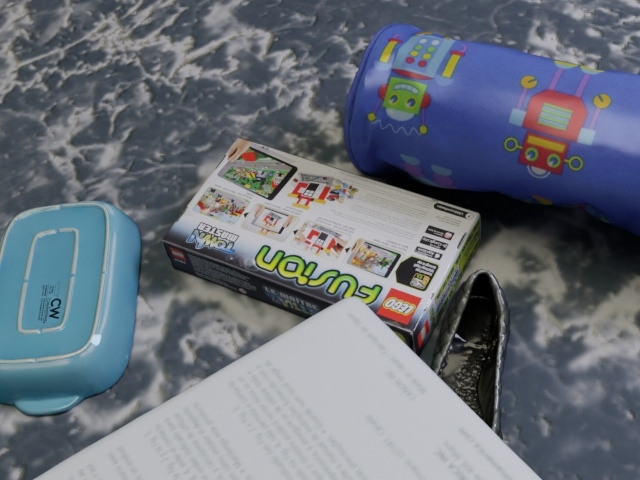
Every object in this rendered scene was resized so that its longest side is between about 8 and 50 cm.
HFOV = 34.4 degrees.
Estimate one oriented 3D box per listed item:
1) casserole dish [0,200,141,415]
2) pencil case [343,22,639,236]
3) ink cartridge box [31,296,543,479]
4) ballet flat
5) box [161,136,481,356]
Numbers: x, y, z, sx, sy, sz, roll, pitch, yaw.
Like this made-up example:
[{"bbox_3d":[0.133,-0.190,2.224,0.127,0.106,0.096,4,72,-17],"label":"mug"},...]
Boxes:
[{"bbox_3d":[-0.195,0.038,0.764,0.114,0.037,0.188,-6,53,6],"label":"casserole dish"},{"bbox_3d":[0.172,-0.069,0.727,0.306,0.133,0.119,17,92,23],"label":"pencil case"},{"bbox_3d":[-0.049,0.224,0.483,0.385,0.091,0.308,-30,46,-16],"label":"ink cartridge box"},{"bbox_3d":[0.089,0.096,0.659,0.057,0.049,0.173,2,53,13],"label":"ballet flat"},{"bbox_3d":[0.000,0.000,0.758,0.207,0.036,0.114,20,59,23],"label":"box"}]
